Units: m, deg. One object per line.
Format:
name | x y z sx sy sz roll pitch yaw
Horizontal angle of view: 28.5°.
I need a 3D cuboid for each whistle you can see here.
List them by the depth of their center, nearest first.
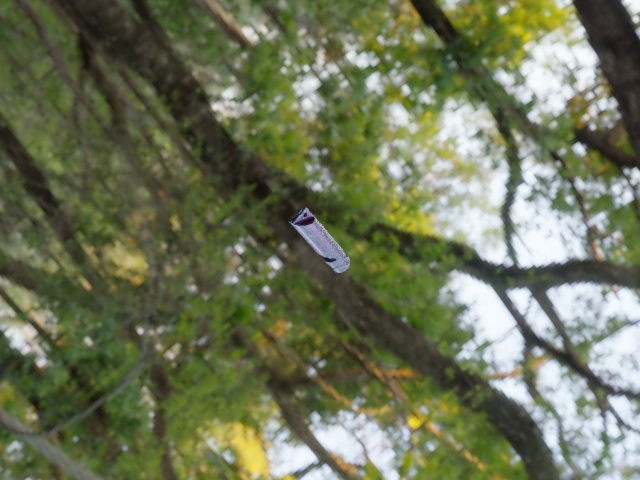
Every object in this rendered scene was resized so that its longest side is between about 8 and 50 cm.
whistle | 0.000 0.000 1.849 0.033 0.176 0.033 -11 -121 20
